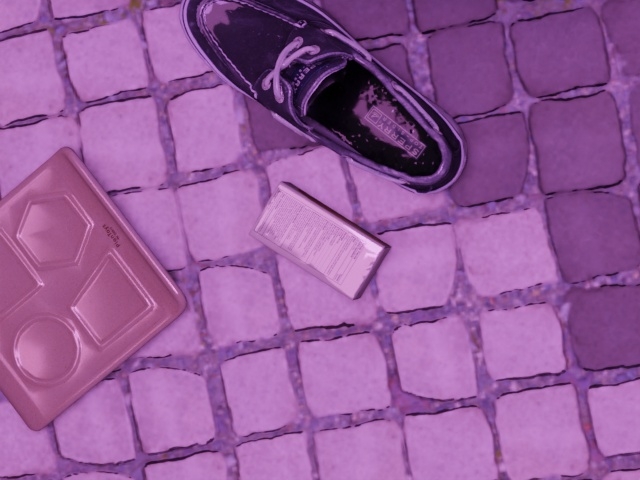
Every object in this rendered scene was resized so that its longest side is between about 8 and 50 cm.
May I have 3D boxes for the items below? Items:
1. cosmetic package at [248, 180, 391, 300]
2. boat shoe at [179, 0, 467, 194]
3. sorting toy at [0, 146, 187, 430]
[{"bbox_3d":[0.000,0.000,1.777,0.115,0.041,0.060,34,97,9],"label":"cosmetic package"},{"bbox_3d":[-0.005,-0.141,1.743,0.301,0.102,0.108,38,99,9],"label":"boat shoe"},{"bbox_3d":[-0.250,0.046,1.839,0.208,0.038,0.193,-40,83,15],"label":"sorting toy"}]
